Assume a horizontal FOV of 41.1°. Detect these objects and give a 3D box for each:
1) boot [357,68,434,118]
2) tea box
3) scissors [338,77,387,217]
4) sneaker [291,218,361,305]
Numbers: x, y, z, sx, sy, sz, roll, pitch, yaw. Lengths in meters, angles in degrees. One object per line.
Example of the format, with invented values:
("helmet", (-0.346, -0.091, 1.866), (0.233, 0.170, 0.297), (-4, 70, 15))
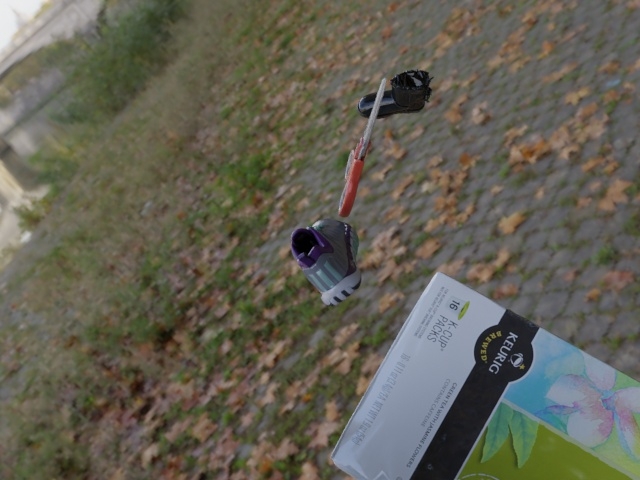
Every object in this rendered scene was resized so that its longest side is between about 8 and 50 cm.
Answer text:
("boot", (0.121, -0.236, 1.377), (0.121, 0.045, 0.099), (-4, -14, 0))
("tea box", (0.220, 0.229, 0.914), (0.220, 0.323, 0.329), (-60, -17, -7))
("scissors", (0.060, -0.118, 1.201), (0.297, 0.021, 0.109), (116, 167, -72))
("sneaker", (0.000, 0.000, 1.200), (0.083, 0.098, 0.224), (-39, 22, 9))
